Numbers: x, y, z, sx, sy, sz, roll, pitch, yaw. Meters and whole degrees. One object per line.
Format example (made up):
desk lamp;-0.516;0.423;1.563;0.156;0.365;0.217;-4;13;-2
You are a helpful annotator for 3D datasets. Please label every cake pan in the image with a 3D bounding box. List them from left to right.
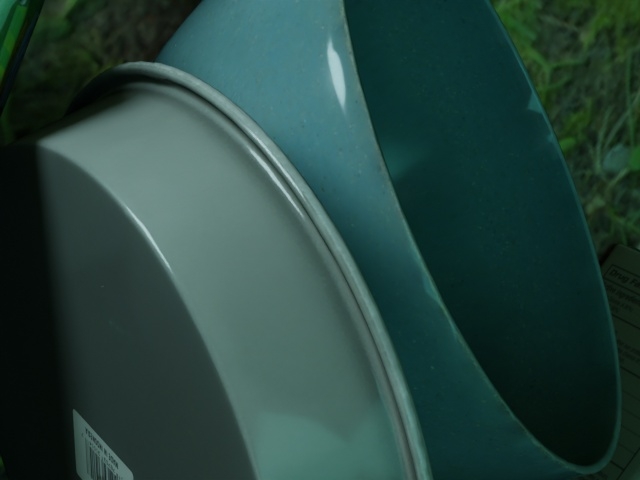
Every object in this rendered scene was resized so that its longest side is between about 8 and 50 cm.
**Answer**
cake pan;-0.064;0.078;0.547;0.054;0.293;0.293;-18;112;-32

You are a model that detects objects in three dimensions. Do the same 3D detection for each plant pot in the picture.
plant pot;0.000;0.000;0.677;0.195;0.290;0.290;-22;119;23

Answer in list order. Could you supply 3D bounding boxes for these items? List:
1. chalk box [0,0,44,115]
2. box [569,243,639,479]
chalk box;-0.218;-0.068;0.556;0.179;0.180;0.289;21;100;-12
box;0.169;0.171;0.851;0.121;0.148;0.311;38;89;-29
